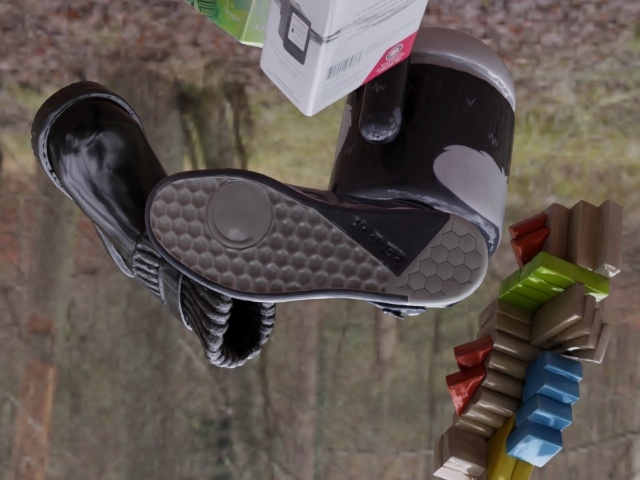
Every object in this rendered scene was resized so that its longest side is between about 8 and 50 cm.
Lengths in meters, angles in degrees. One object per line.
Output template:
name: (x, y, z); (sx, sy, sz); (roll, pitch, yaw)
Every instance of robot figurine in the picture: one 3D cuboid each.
robot figurine: (0.095, -0.074, 1.114); (0.174, 0.278, 0.209); (17, 153, -11)

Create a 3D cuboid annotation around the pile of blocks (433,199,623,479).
pile of blocks: (0.204, 0.115, 1.190); (0.113, 0.362, 0.149); (21, 171, -14)

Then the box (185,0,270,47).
box: (-0.076, -0.395, 1.217); (0.058, 0.322, 0.232); (-1, -151, -37)

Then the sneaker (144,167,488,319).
sneaker: (0.000, 0.002, 0.810); (0.226, 0.086, 0.163); (11, -178, 5)

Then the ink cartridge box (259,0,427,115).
ink cartridge box: (0.023, -0.176, 0.827); (0.109, 0.063, 0.150); (-33, 160, -26)

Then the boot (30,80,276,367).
boot: (-0.188, -0.017, 1.385); (0.260, 0.131, 0.348); (40, 165, 38)
